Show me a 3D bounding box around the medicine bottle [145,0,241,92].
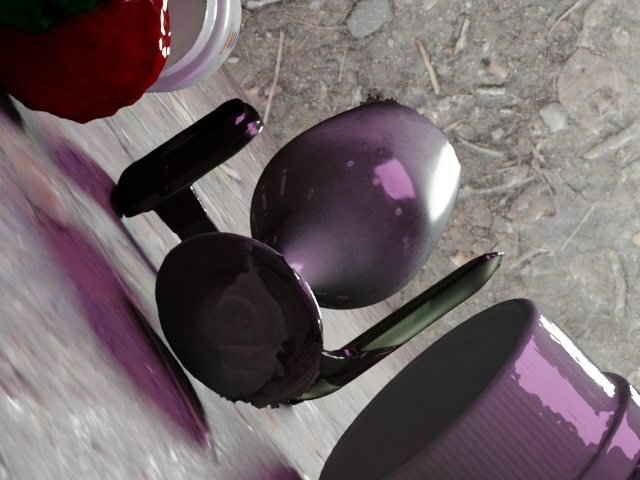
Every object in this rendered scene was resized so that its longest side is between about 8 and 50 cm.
[{"bbox_3d":[-0.149,-0.201,1.670,0.152,0.152,0.254,55,5,-2],"label":"medicine bottle"}]

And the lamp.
[{"bbox_3d":[0.002,0.000,1.415,0.283,0.203,0.124,52,5,-28],"label":"lamp"}]

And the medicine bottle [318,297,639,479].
[{"bbox_3d":[0.170,0.215,1.331,0.306,0.245,0.245,48,5,-11],"label":"medicine bottle"}]

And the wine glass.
[{"bbox_3d":[0.000,0.000,1.241,0.126,0.126,0.241,55,36,-5],"label":"wine glass"}]

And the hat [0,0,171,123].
[{"bbox_3d":[-0.156,-0.201,1.126,0.242,0.274,0.332,44,-31,44],"label":"hat"}]
